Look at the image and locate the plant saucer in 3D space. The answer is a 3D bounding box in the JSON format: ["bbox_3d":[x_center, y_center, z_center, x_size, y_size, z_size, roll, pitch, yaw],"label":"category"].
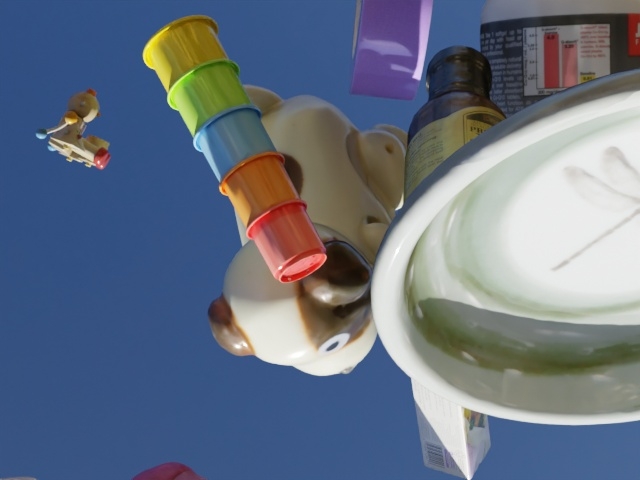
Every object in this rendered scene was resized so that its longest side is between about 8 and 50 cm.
[{"bbox_3d":[0.231,-0.007,0.939,0.400,0.400,0.101,22,-137,-30],"label":"plant saucer"}]

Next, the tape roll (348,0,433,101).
[{"bbox_3d":[0.096,-0.326,1.708,0.090,0.275,0.275,6,-118,-1],"label":"tape roll"}]

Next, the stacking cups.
[{"bbox_3d":[-0.097,-0.097,1.420,0.096,0.096,0.316,-8,-117,-41],"label":"stacking cups"}]

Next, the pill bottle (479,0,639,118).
[{"bbox_3d":[0.288,-0.186,1.472,0.210,0.210,0.363,-7,-82,-41],"label":"pill bottle"}]

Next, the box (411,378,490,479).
[{"bbox_3d":[0.139,0.130,1.431,0.063,0.067,0.324,-50,-40,-41],"label":"box"}]

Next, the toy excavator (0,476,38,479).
[{"bbox_3d":[-0.273,0.492,1.124,0.222,0.433,0.445,1,-154,-34],"label":"toy excavator"}]

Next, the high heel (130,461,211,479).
[{"bbox_3d":[-0.213,0.287,1.322,0.244,0.117,0.082,-24,-68,-47],"label":"high heel"}]

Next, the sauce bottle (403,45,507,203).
[{"bbox_3d":[0.134,-0.070,1.241,0.111,0.111,0.344,34,-144,-23],"label":"sauce bottle"}]

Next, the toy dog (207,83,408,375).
[{"bbox_3d":[0.000,0.000,1.721,0.395,0.284,0.408,57,-154,-32],"label":"toy dog"}]

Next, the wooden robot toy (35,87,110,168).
[{"bbox_3d":[-0.264,-0.129,1.448,0.076,0.173,0.079,23,-95,-2],"label":"wooden robot toy"}]
